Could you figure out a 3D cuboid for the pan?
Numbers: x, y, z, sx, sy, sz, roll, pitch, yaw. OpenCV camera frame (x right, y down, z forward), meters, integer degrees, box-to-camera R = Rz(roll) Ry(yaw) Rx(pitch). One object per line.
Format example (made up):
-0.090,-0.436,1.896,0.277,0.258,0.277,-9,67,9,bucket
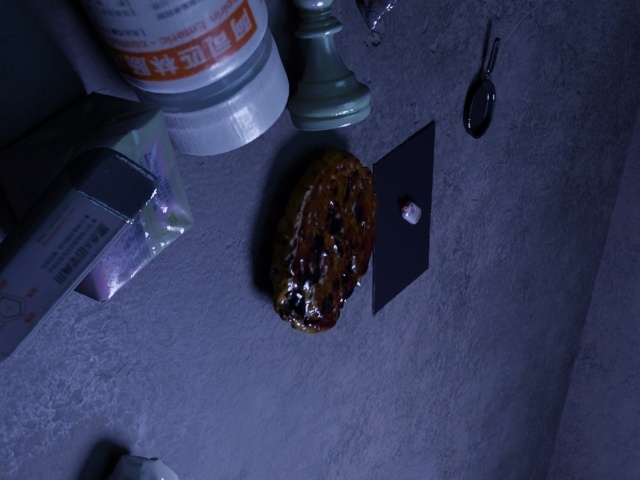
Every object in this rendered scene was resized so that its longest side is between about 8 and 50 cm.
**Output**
0.371,-0.347,2.265,0.136,0.028,0.235,-23,128,-53,pan

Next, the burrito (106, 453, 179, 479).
-0.326,0.544,1.543,0.139,0.101,0.446,24,83,-65,burrito

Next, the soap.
-0.279,-0.057,1.253,0.182,0.138,0.199,-46,141,-36,soap

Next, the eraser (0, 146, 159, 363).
-0.319,0.026,1.133,0.089,0.061,0.352,34,110,-33,eraser

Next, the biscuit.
0.002,0.001,1.805,0.289,0.081,0.334,20,85,-59,biscuit

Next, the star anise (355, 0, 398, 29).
0.104,-0.509,1.670,0.315,0.108,0.315,-39,140,-43,star anise

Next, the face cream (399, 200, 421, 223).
0.188,-0.063,2.117,0.083,0.021,0.040,29,80,-59,face cream

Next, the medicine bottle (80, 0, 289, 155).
-0.180,-0.296,1.215,0.211,0.211,0.371,-55,146,-26,medicine bottle

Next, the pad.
0.179,-0.045,2.140,0.247,0.007,0.368,-37,136,-45,pad

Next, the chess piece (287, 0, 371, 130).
-0.002,-0.322,1.603,0.139,0.139,0.272,-34,121,-46,chess piece
